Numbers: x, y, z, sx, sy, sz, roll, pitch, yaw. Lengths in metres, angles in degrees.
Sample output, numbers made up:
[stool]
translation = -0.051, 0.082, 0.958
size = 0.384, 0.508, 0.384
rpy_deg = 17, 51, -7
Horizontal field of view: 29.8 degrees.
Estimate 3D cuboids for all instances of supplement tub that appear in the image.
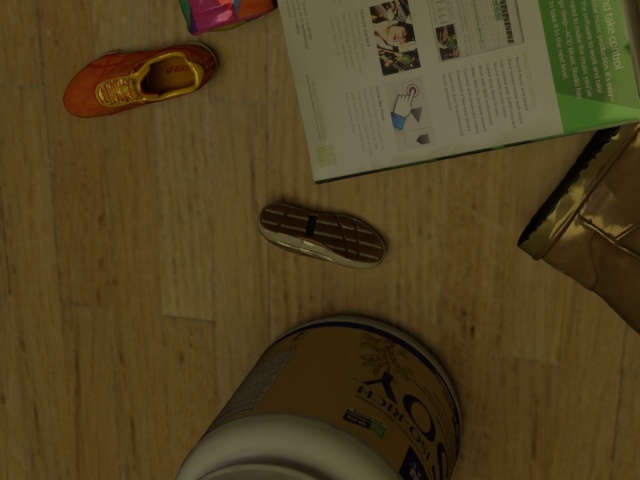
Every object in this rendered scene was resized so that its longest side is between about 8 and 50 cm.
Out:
[supplement tub]
translation = -0.003, 0.238, 1.163
size = 0.241, 0.331, 0.241
rpy_deg = 5, 111, 14

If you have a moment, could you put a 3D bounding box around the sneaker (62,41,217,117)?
[sneaker]
translation = -0.191, -0.163, 1.215
size = 0.175, 0.067, 0.064
rpy_deg = -15, 107, 22

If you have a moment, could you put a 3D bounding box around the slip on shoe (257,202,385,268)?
[slip on shoe]
translation = 0.000, 0.000, 1.236
size = 0.135, 0.051, 0.041
rpy_deg = 14, 153, 3

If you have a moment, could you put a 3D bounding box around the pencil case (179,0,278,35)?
[pencil case]
translation = -0.113, -0.313, 1.119
size = 0.104, 0.104, 0.236
rpy_deg = -10, 107, 20

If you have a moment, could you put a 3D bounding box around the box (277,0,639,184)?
[box]
translation = 0.119, -0.191, 1.070
size = 0.321, 0.058, 0.232
rpy_deg = -9, 95, 30

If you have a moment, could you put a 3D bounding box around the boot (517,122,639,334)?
[boot]
translation = 0.353, -0.002, 1.111
size = 0.269, 0.089, 0.236
rpy_deg = 34, 118, -1
